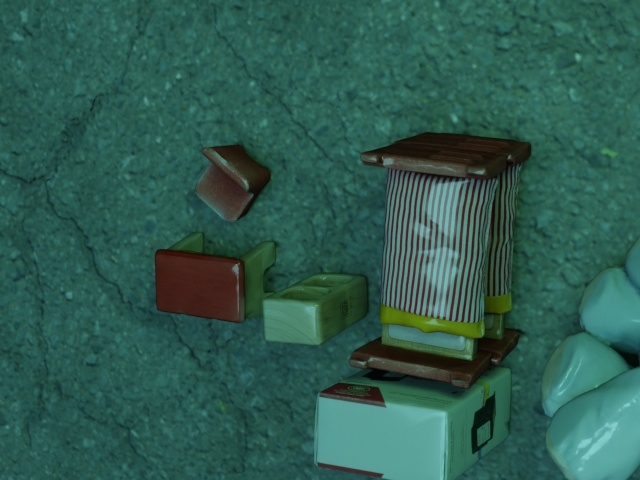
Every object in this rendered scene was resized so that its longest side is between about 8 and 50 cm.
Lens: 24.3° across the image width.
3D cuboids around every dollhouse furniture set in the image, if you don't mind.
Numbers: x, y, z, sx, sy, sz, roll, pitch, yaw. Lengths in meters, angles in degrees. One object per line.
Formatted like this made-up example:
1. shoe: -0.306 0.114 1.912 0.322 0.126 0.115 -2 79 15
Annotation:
1. dollhouse furniture set: 0.000 0.000 1.389 0.374 0.152 0.201 7 104 25

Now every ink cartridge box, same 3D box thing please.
1. ink cartridge box: 0.088 0.161 1.369 0.127 0.175 0.072 5 101 25

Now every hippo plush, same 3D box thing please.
1. hippo plush: 0.354 0.119 1.244 0.236 0.234 0.294 33 134 -16
